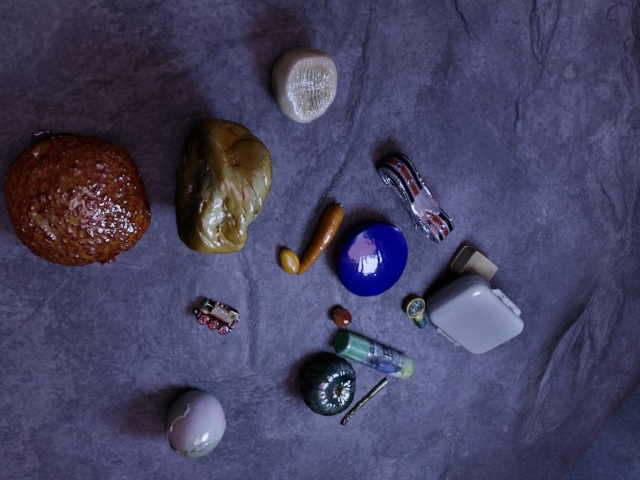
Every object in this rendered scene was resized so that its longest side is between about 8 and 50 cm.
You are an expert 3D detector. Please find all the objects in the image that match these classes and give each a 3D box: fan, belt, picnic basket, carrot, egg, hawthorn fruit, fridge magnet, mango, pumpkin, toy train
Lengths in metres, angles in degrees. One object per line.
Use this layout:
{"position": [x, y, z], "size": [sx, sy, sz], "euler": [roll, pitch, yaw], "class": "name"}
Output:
{"position": [0.358, 0.272, 1.858], "size": [0.082, 0.039, 0.155], "euler": [-34, 120, -11], "class": "fan"}
{"position": [0.320, -0.137, 1.645], "size": [0.094, 0.126, 0.359], "euler": [-45, 119, -6], "class": "belt"}
{"position": [0.574, 0.101, 1.873], "size": [0.164, 0.079, 0.115], "euler": [33, 92, -31], "class": "picnic basket"}
{"position": [0.000, 0.000, 1.574], "size": [0.271, 0.066, 0.062], "euler": [-63, 160, 3], "class": "carrot"}
{"position": [-0.380, 0.566, 1.516], "size": [0.183, 0.217, 0.182], "euler": [-7, 110, -20], "class": "egg"}
{"position": [0.086, 0.267, 1.694], "size": [0.067, 0.103, 0.066], "euler": [-11, 106, -43], "class": "hawthorn fruit"}
{"position": [0.172, 0.061, 1.652], "size": [0.266, 0.113, 0.265], "euler": [-8, 112, -21], "class": "fridge magnet"}
{"position": [-0.099, 0.065, 1.565], "size": [0.060, 0.046, 0.089], "euler": [-32, 114, -11], "class": "mango"}
{"position": [0.034, 0.505, 1.725], "size": [0.212, 0.152, 0.211], "euler": [-11, 114, -27], "class": "pumpkin"}
{"position": [-0.318, 0.230, 1.521], "size": [0.138, 0.050, 0.087], "euler": [36, 86, -29], "class": "toy train"}

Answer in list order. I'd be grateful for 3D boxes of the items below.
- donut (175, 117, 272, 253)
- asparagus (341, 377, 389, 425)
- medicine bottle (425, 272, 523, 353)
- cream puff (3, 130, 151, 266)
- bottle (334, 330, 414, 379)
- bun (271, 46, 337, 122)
{"position": [-0.252, -0.134, 1.243], "size": [0.170, 0.360, 0.360], "euler": [6, 105, -30], "class": "donut"}
{"position": [0.169, 0.619, 1.904], "size": [0.248, 0.025, 0.024], "euler": [-42, 163, -6], "class": "asparagus"}
{"position": [0.583, 0.282, 1.878], "size": [0.282, 0.122, 0.375], "euler": [-37, 126, 21], "class": "medicine bottle"}
{"position": [-0.572, -0.086, 1.188], "size": [0.351, 0.229, 0.350], "euler": [-9, 114, -21], "class": "cream puff"}
{"position": [0.197, 0.417, 1.804], "size": [0.330, 0.093, 0.093], "euler": [28, 95, -30], "class": "bottle"}
{"position": [-0.049, -0.429, 1.368], "size": [0.179, 0.128, 0.193], "euler": [-18, 126, -19], "class": "bun"}
